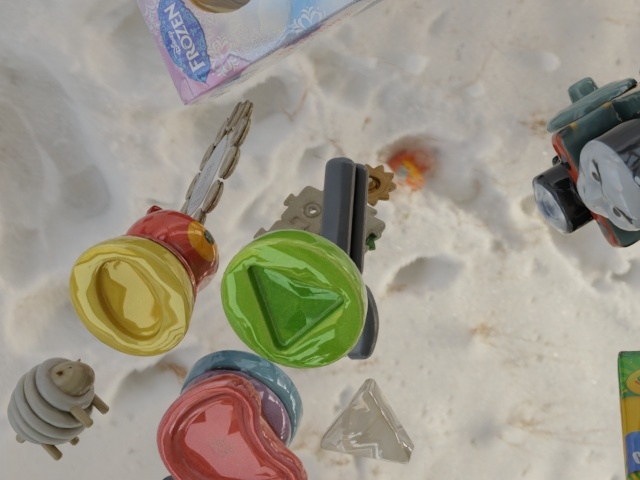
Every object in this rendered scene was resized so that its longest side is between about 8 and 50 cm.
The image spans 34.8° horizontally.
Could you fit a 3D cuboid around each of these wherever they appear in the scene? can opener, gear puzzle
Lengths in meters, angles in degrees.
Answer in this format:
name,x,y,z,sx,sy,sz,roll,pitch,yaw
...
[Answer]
name,x,y,z,sx,sy,sz,roll,pitch,yaw
can opener,0.050,0.025,1.421,0.076,0.095,0.283,17,74,-55
gear puzzle,0.000,0.000,1.609,0.339,0.175,0.044,-51,152,-24

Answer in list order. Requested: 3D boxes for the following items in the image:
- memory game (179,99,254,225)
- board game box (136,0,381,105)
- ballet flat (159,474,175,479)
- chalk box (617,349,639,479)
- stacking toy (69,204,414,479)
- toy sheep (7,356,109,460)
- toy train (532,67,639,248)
name,x,y,z,sx,sy,sz,roll,pitch,yaw
memory game,-0.118,-0.070,1.106,0.012,0.186,0.186,26,93,-16
board game box,-0.090,-0.366,1.168,0.066,0.318,0.318,-22,86,-62
ballet flat,-0.270,0.469,1.887,0.074,0.203,0.074,2,69,-4
chalk box,0.342,0.203,0.841,0.180,0.289,0.179,-5,128,15
stacking toy,-0.056,0.095,0.987,0.130,0.279,0.309,-60,133,-58
toy sheep,-0.271,0.168,1.031,0.091,0.091,0.132,28,117,-35
toy train,0.313,-0.107,0.736,0.334,0.190,0.142,-29,90,-5
